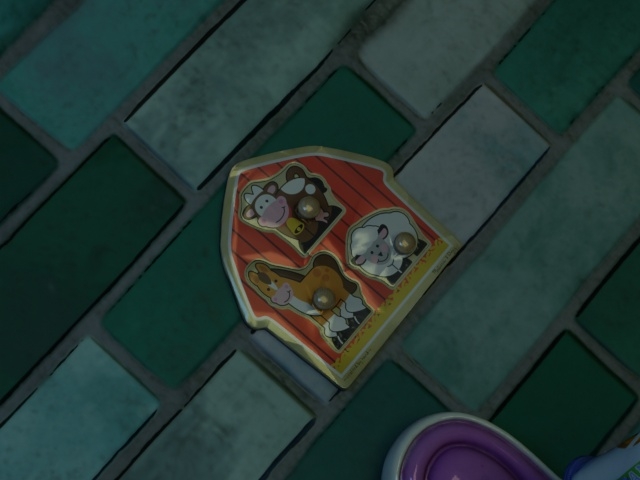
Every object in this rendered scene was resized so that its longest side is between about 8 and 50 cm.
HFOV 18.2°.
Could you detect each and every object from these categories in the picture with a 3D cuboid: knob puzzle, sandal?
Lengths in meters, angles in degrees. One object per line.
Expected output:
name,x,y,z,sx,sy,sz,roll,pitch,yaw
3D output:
knob puzzle,0.000,0.000,1.688,0.213,0.030,0.213,3,75,-13
sandal,0.233,0.286,1.629,0.416,0.102,0.169,30,71,-5

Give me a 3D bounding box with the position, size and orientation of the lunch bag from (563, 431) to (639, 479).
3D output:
lunch bag,0.283,0.287,1.481,0.243,0.115,0.303,24,48,-39
